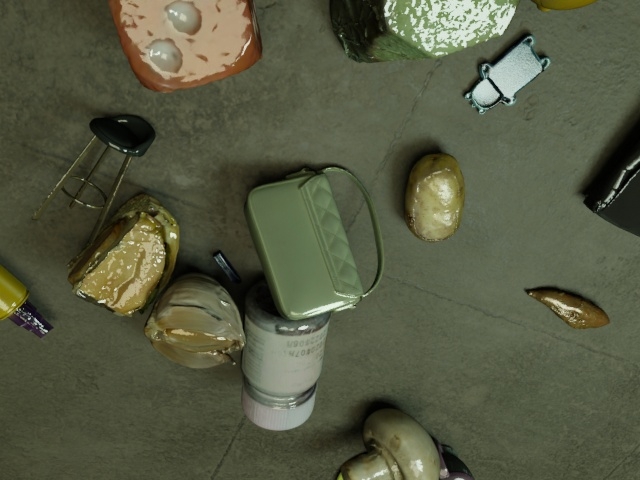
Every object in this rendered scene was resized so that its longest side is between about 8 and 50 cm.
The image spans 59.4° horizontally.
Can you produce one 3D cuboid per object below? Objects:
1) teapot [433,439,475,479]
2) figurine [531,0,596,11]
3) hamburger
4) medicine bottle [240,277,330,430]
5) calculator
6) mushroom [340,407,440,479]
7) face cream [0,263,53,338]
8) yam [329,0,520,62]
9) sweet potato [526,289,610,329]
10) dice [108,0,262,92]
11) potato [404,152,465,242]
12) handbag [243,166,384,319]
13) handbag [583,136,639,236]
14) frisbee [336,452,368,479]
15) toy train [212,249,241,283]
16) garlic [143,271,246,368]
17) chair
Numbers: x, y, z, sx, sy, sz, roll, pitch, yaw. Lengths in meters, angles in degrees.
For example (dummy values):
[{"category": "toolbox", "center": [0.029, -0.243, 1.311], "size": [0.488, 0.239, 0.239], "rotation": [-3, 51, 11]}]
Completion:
[{"category": "teapot", "center": [0.291, 0.555, 1.334], "size": [0.148, 0.146, 0.116], "rotation": [33, 106, -14]}, {"category": "figurine", "center": [0.343, -0.445, 0.752], "size": [0.192, 0.167, 0.257], "rotation": [6, 96, -5]}, {"category": "hamburger", "center": [-0.323, 0.017, 0.984], "size": [0.155, 0.135, 0.208], "rotation": [31, 99, -37]}, {"category": "medicine bottle", "center": [-0.073, 0.218, 1.087], "size": [0.165, 0.165, 0.274], "rotation": [3, 121, -8]}, {"category": "calculator", "center": [0.306, -0.270, 0.928], "size": [0.141, 0.019, 0.094], "rotation": [-40, 116, 18]}, {"category": "mushroom", "center": [0.161, 0.478, 1.237], "size": [0.209, 0.206, 0.206], "rotation": [-7, 130, -47]}, {"category": "face cream", "center": [-0.591, 0.080, 1.002], "size": [0.078, 0.078, 0.273], "rotation": [-31, 118, 12]}, {"category": "yam", "center": [0.123, -0.334, 0.731], "size": [0.202, 0.271, 0.202], "rotation": [-20, 119, -1]}, {"category": "sweet potato", "center": [0.522, 0.144, 1.169], "size": [0.205, 0.060, 0.068], "rotation": [25, 81, -8]}, {"category": "dice", "center": [-0.176, -0.312, 0.765], "size": [0.179, 0.175, 0.174], "rotation": [-12, 120, -3]}, {"category": "potato", "center": [0.202, -0.072, 0.995], "size": [0.107, 0.080, 0.171], "rotation": [-10, 125, -1]}, {"category": "handbag", "center": [0.000, 0.000, 0.964], "size": [0.219, 0.079, 0.256], "rotation": [-16, 85, -14]}, {"category": "handbag", "center": [0.637, -0.108, 1.027], "size": [0.246, 0.080, 0.223], "rotation": [20, 123, -19]}, {"category": "frisbee", "center": [0.154, 0.612, 1.424], "size": [0.235, 0.017, 0.236], "rotation": [-3, 120, -5]}, {"category": "toy train", "center": [-0.175, 0.055, 1.066], "size": [0.017, 0.017, 0.083], "rotation": [-26, 120, 10]}, {"category": "garlic", "center": [-0.223, 0.140, 1.037], "size": [0.177, 0.143, 0.229], "rotation": [18, 135, -12]}, {"category": "chair", "center": [-0.362, -0.108, 0.895], "size": [0.222, 0.104, 0.095], "rotation": [-50, 153, 14]}]
